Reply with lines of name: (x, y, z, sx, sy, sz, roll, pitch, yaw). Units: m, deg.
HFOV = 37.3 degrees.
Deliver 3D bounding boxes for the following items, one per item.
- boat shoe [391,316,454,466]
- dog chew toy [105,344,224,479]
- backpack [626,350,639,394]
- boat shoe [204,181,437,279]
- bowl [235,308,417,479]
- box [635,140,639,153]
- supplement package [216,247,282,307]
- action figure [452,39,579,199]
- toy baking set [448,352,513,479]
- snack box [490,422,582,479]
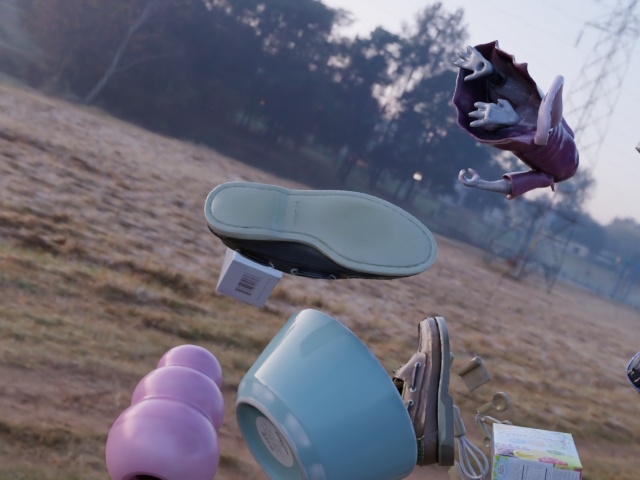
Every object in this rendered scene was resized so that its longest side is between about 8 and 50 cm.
boat shoe: (0.164, 0.237, 1.578, 0.105, 0.110, 0.307, -1, 36, 5)
dog chew toy: (-0.273, 0.332, 1.782, 0.207, 0.206, 0.331, 22, 40, -7)
backpack: (0.575, 0.219, 1.575, 0.105, 0.114, 0.084, 48, 2, 32)
boat shoe: (-0.001, 0.003, 1.400, 0.340, 0.127, 0.113, 7, -31, 3)
bowl: (-0.016, 0.279, 1.461, 0.163, 0.311, 0.312, -31, 37, -27)
box: (0.714, -0.148, 1.695, 0.149, 0.126, 0.232, 36, 0, -34)
supplement package: (-0.131, 0.026, 1.914, 0.105, 0.105, 0.179, 21, 43, -11)
action figure: (0.385, -0.201, 1.674, 0.276, 0.248, 0.370, 8, -20, 45)
toy baking set: (0.262, 0.341, 1.777, 0.030, 0.256, 0.197, -4, 37, -40)
snack box: (0.257, 0.261, 1.144, 0.100, 0.037, 0.141, 8, 5, 9)
